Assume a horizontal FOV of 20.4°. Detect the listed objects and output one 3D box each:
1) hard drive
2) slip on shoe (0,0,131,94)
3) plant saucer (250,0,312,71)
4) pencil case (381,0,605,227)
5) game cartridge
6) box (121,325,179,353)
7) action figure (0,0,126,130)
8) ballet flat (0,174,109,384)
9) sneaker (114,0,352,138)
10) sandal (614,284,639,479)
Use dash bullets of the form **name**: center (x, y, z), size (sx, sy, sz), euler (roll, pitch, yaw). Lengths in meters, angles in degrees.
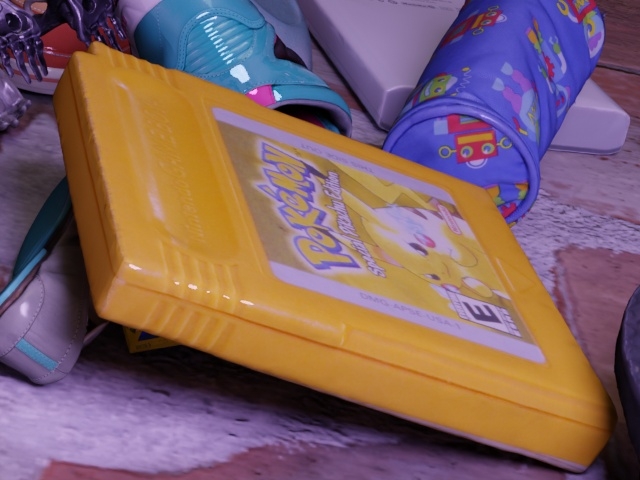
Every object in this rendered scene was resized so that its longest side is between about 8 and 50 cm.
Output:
- **hard drive**: center (0.117, -0.180, 1.682), size (0.233, 0.047, 0.353), euler (5, 25, -18)
- **slip on shoe**: center (-0.156, -0.203, 1.528), size (0.123, 0.101, 0.331), euler (22, 24, 24)
- **plant saucer**: center (-0.065, -0.214, 1.554), size (0.195, 0.037, 0.195), euler (40, 23, -21)
- **pencil case**: center (0.141, -0.112, 1.399), size (0.119, 0.133, 0.306), euler (-18, 22, 29)
- **game cartridge**: center (0.000, 0.000, 1.087), size (0.323, 0.053, 0.285), euler (21, 24, -26)
- **box**: center (-0.089, 0.008, 1.127), size (0.059, 0.054, 0.169), euler (-10, 22, 8)
- **action figure**: center (-0.278, -0.131, 1.268), size (0.275, 0.141, 0.164), euler (-1, 19, 41)
- **ballet flat**: center (-0.155, 0.024, 1.083), size (0.068, 0.072, 0.213), euler (38, 21, -12)
- **sneaker**: center (-0.052, -0.097, 1.327), size (0.178, 0.123, 0.295), euler (58, 1, 10)
- **sandal**: center (0.235, 0.160, 0.944), size (0.167, 0.107, 0.446), euler (12, 36, -4)
